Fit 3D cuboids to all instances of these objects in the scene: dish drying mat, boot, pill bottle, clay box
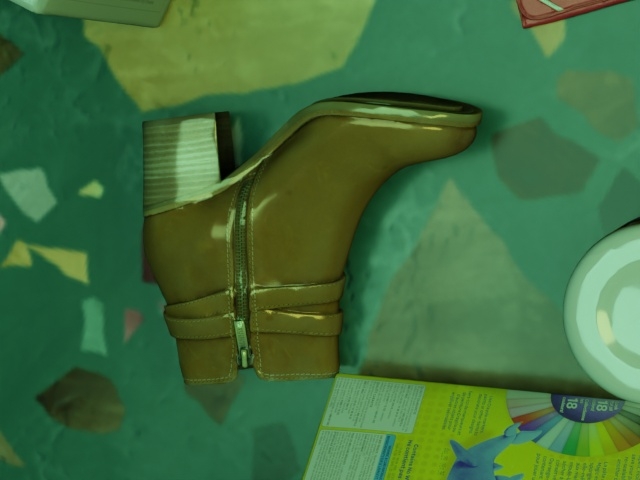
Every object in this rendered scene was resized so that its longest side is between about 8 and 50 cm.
[{"bbox_3d":[0.143,-0.138,1.029,0.083,0.008,0.032,-15,89,16],"label":"dish drying mat"},{"bbox_3d":[0.000,0.000,1.050,0.197,0.073,0.152,-6,95,21],"label":"boot"},{"bbox_3d":[0.171,0.029,0.958,0.086,0.152,0.086,1,94,15],"label":"pill bottle"},{"bbox_3d":[0.102,0.139,0.998,0.222,0.127,0.053,6,135,15],"label":"clay box"}]

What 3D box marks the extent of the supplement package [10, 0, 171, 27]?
[{"bbox_3d":[-0.125,-0.280,1.005,0.175,0.177,0.293,28,100,12],"label":"supplement package"}]
